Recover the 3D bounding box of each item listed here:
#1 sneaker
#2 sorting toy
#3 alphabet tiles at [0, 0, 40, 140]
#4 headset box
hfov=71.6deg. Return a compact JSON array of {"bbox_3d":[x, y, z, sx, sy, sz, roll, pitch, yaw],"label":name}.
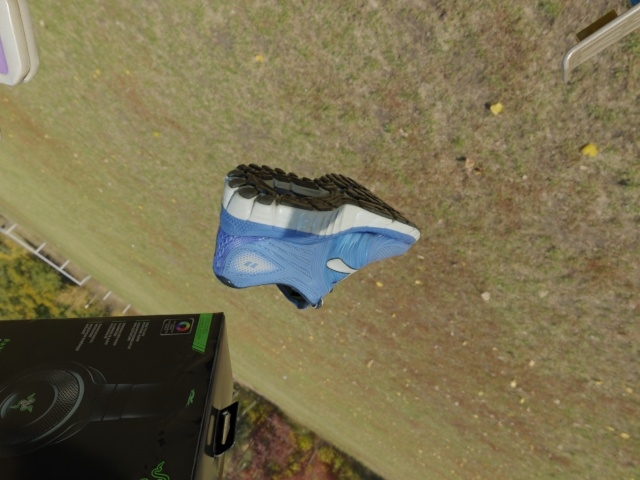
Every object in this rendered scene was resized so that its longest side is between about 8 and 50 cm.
[{"bbox_3d":[0.000,0.000,0.561,0.330,0.147,0.130,2,-147,-47],"label":"sneaker"},{"bbox_3d":[0.480,-0.348,0.711,0.208,0.193,0.038,-37,83,30],"label":"sorting toy"},{"bbox_3d":[-0.322,-0.206,0.302,0.285,0.021,0.277,18,125,11],"label":"alphabet tiles"},{"bbox_3d":[-0.224,0.201,0.443,0.284,0.246,0.131,-1,121,-3],"label":"headset box"}]
